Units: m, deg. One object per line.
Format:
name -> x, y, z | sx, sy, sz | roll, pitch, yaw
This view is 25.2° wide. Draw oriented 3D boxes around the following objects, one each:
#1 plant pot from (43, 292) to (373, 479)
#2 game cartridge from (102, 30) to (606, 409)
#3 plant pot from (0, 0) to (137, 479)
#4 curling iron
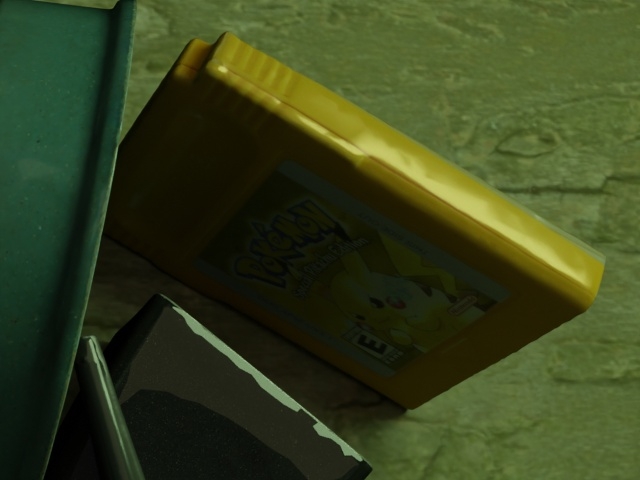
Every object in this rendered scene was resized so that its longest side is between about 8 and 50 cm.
plant pot -> -0.108, 0.172, 1.000 | 0.187, 0.188, 0.167 | 40, 70, -5
game cartridge -> 0.000, 0.000, 1.057 | 0.324, 0.285, 0.052 | 29, 60, -11
plant pot -> -0.316, -0.023, 0.909 | 0.334, 0.341, 0.341 | 11, 63, -12
curling iron -> -0.125, 0.195, 0.894 | 0.068, 0.035, 0.274 | -9, 90, -8
